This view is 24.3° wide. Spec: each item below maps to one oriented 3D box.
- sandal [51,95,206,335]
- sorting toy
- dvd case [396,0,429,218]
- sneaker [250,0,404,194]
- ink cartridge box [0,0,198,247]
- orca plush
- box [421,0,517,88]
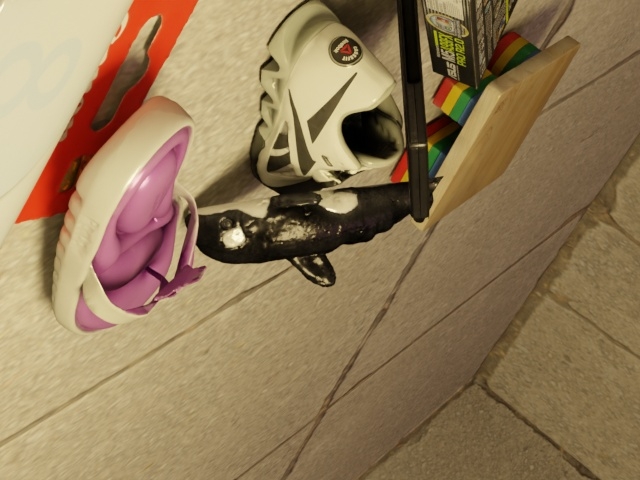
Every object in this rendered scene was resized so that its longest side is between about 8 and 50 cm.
[{"bbox_3d":[-0.159,0.014,1.340,0.169,0.102,0.416,-49,172,-18],"label":"sandal"},{"bbox_3d":[0.225,-0.172,2.107,0.255,0.089,0.257,-33,157,-49],"label":"sorting toy"},{"bbox_3d":[0.094,-0.171,1.523,0.180,0.022,0.253,80,8,-68],"label":"dvd case"},{"bbox_3d":[0.014,-0.105,1.558,0.122,0.146,0.330,-47,166,-17],"label":"sneaker"},{"bbox_3d":[-0.199,-0.085,1.084,0.308,0.091,0.385,-58,162,25],"label":"ink cartridge box"},{"bbox_3d":[0.000,0.000,1.598,0.287,0.102,0.151,-8,179,-35],"label":"orca plush"},{"bbox_3d":[0.182,-0.309,1.606,0.270,0.060,0.216,60,53,-75],"label":"box"}]
